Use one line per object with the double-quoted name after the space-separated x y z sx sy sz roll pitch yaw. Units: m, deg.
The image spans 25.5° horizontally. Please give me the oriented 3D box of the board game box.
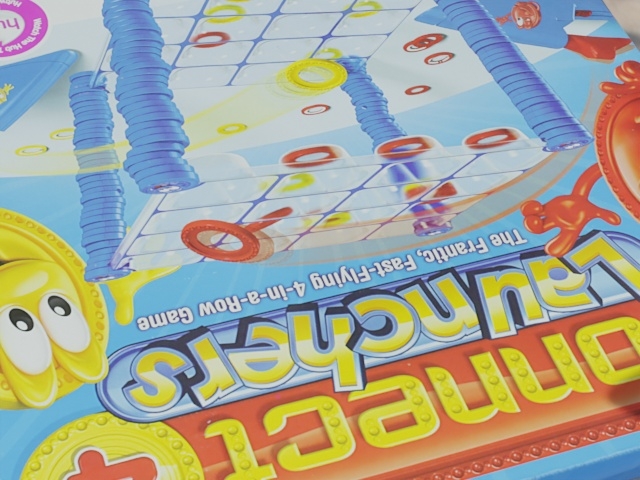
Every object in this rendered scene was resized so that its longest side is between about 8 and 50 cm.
0.000 0.000 0.568 0.308 0.302 0.086 -13 141 -15 "board game box"
